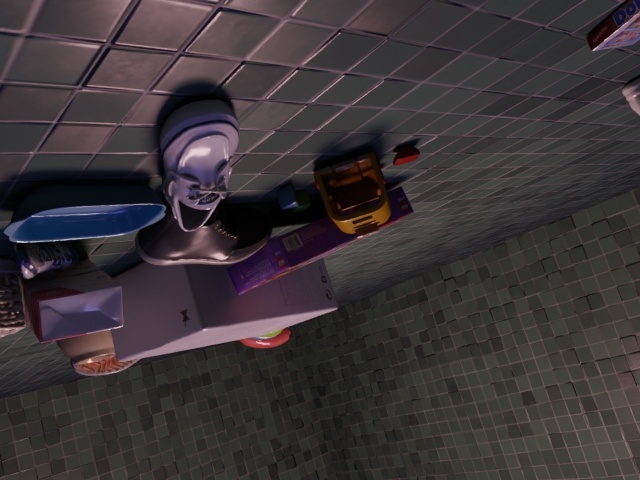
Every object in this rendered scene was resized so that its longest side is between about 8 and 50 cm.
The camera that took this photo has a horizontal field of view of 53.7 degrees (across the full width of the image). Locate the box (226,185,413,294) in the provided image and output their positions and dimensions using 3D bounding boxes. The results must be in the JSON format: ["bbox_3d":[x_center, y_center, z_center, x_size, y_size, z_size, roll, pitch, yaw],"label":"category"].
[{"bbox_3d":[0.000,0.000,1.133,0.293,0.057,0.201,-24,177,-35],"label":"box"}]

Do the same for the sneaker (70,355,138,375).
[{"bbox_3d":[-0.506,0.263,1.617,0.121,0.108,0.302,-15,-175,45],"label":"sneaker"}]

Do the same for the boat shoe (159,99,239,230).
[{"bbox_3d":[-0.126,-0.071,0.685,0.083,0.076,0.226,-14,169,-17],"label":"boat shoe"}]

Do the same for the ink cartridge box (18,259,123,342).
[{"bbox_3d":[-0.383,0.080,0.944,0.115,0.067,0.198,-9,-163,-34],"label":"ink cartridge box"}]

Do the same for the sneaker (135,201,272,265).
[{"bbox_3d":[-0.140,-0.021,0.904,0.222,0.083,0.118,-12,163,-41],"label":"sneaker"}]

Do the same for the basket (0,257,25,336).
[{"bbox_3d":[-0.503,0.095,0.856,0.167,0.103,0.113,-20,170,12],"label":"basket"}]

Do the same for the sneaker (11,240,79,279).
[{"bbox_3d":[-0.368,0.018,0.854,0.058,0.052,0.135,-23,178,-4],"label":"sneaker"}]

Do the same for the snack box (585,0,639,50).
[{"bbox_3d":[0.362,-0.257,0.661,0.064,0.022,0.178,-14,169,-19],"label":"snack box"}]

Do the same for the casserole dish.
[{"bbox_3d":[-0.274,-0.035,0.744,0.188,0.037,0.114,-7,165,-45],"label":"casserole dish"}]

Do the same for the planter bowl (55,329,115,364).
[{"bbox_3d":[-0.521,0.219,1.438,0.162,0.109,0.162,-17,169,-4],"label":"planter bowl"}]

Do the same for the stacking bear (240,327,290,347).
[{"bbox_3d":[-0.144,0.182,1.753,0.164,0.175,0.289,-20,162,-28],"label":"stacking bear"}]

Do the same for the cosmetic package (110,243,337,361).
[{"bbox_3d":[-0.187,0.117,1.303,0.230,0.161,0.453,-23,168,29],"label":"cosmetic package"}]

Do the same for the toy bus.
[{"bbox_3d":[0.058,-0.058,0.963,0.202,0.104,0.191,-9,166,-37],"label":"toy bus"}]

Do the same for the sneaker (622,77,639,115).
[{"bbox_3d":[0.561,-0.209,1.021,0.212,0.094,0.080,-9,165,-39],"label":"sneaker"}]
